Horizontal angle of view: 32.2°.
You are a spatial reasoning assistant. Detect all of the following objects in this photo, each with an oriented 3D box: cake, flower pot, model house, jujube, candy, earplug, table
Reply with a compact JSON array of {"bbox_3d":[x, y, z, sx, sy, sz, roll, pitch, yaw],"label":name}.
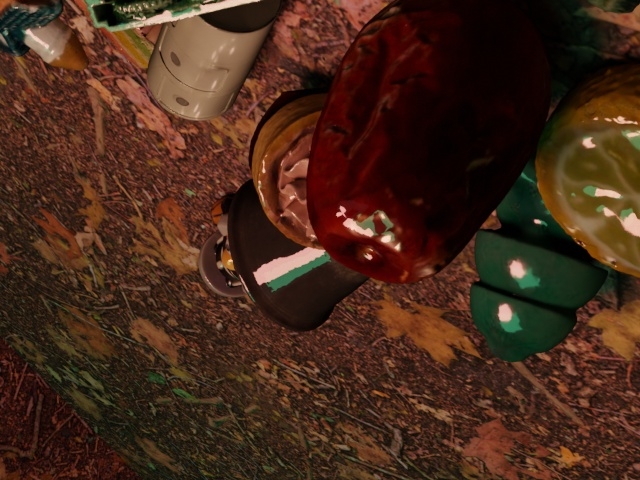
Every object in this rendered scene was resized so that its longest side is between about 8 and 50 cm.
[{"bbox_3d":[-0.245,-0.303,1.518,0.109,0.090,0.225,22,167,19],"label":"cake"},{"bbox_3d":[0.012,-0.080,1.357,0.208,0.185,0.178,54,-177,-19],"label":"cake"},{"bbox_3d":[0.000,0.000,1.560,0.148,0.235,0.235,-21,121,35],"label":"flower pot"},{"bbox_3d":[-0.406,-0.349,1.474,0.291,0.184,0.253,47,150,-23],"label":"model house"},{"bbox_3d":[0.109,-0.113,1.132,0.223,0.318,0.223,22,156,11],"label":"jujube"},{"bbox_3d":[0.350,-0.068,1.158,0.259,0.118,0.260,26,145,20],"label":"candy"},{"bbox_3d":[0.230,0.009,1.343,0.257,0.280,0.164,8,-175,-24],"label":"earplug"},{"bbox_3d":[-0.136,-0.254,1.384,0.126,0.126,0.220,37,150,-2],"label":"table"}]

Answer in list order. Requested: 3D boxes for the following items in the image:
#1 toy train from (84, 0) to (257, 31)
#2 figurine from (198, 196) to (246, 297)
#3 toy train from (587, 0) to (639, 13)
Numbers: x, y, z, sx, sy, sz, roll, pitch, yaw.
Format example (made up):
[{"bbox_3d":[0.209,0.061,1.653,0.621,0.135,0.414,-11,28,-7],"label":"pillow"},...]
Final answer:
[{"bbox_3d":[-0.099,-0.319,1.134,0.330,0.178,0.139,-7,114,23],"label":"toy train"},{"bbox_3d":[-0.108,0.007,1.734,0.176,0.133,0.236,67,157,-2],"label":"figurine"},{"bbox_3d":[0.148,-0.334,0.772,0.397,0.253,0.160,25,160,-4],"label":"toy train"}]
